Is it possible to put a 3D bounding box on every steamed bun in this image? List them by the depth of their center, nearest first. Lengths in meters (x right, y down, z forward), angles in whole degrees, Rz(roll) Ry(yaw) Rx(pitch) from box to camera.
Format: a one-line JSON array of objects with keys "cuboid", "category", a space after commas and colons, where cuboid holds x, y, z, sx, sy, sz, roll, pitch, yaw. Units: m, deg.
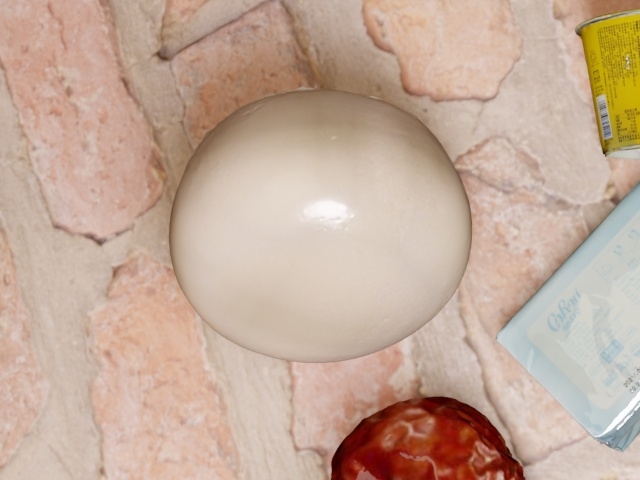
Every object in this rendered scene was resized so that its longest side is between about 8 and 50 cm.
[{"cuboid": [0.000, 0.000, 1.945, 0.324, 0.324, 0.206, -17, 44, 18], "category": "steamed bun"}]

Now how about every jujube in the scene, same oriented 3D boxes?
[{"cuboid": [0.120, 0.270, 1.878, 0.213, 0.232, 0.213, -6, 73, 21], "category": "jujube"}]

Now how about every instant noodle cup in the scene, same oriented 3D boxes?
[{"cuboid": [0.362, -0.160, 1.922, 0.182, 0.182, 0.144, -4, 85, 22], "category": "instant noodle cup"}]

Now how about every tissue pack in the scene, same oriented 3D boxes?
[{"cuboid": [0.336, 0.070, 1.917, 0.263, 0.089, 0.177, -49, 63, 8], "category": "tissue pack"}]
